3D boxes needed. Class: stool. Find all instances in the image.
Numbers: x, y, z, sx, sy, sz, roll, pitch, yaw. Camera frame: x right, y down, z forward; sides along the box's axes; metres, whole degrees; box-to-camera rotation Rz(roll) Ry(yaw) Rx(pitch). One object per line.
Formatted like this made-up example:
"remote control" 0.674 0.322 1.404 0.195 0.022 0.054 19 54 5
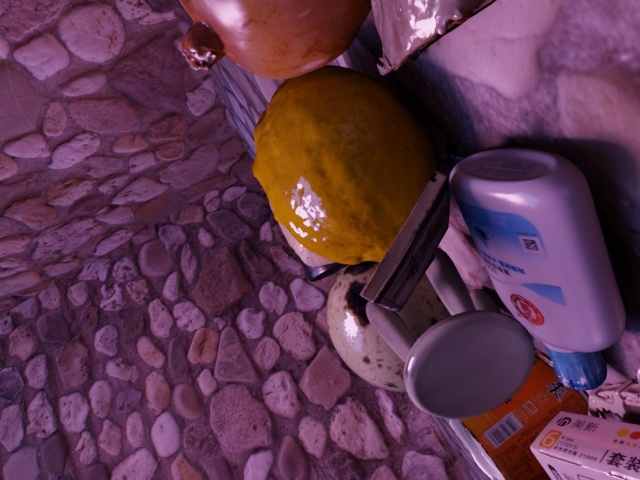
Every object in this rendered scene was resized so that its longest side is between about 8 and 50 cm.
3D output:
"stool" 0.205 0.147 0.669 0.195 0.195 0.199 38 -164 -24

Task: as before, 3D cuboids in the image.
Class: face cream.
"face cream" 0.269 0.050 0.486 0.337 0.080 0.163 57 171 -25

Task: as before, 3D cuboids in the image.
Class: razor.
"razor" 0.201 -0.103 0.522 0.044 0.028 0.154 59 173 -15

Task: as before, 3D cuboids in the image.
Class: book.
"book" 0.124 0.021 0.534 0.026 0.158 0.231 30 178 22

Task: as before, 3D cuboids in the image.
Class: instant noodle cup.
"instant noodle cup" 0.350 0.327 0.729 0.230 0.182 0.230 55 172 12

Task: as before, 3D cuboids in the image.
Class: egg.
"egg" 0.173 0.197 0.954 0.379 0.287 0.287 48 177 -26

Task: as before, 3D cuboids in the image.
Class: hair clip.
"hair clip" 0.387 0.198 0.526 0.072 0.034 0.226 55 172 23

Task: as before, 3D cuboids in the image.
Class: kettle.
"kettle" 0.000 0.000 1.703 0.291 0.207 0.268 62 -159 12

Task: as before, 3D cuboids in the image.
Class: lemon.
"lemon" 0.035 -0.120 0.637 0.317 0.285 0.285 66 171 -13

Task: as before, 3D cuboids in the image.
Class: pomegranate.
"pomegranate" -0.065 -0.312 0.479 0.229 0.270 0.252 45 175 23

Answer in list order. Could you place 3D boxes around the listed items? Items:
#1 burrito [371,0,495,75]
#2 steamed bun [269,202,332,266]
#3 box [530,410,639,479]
"burrito" 0.085 -0.270 0.339 0.348 0.106 0.175 70 179 -51
"steamed bun" 0.022 -0.115 0.951 0.290 0.273 0.273 47 152 37
"box" 0.429 0.353 0.488 0.274 0.091 0.221 54 159 4
